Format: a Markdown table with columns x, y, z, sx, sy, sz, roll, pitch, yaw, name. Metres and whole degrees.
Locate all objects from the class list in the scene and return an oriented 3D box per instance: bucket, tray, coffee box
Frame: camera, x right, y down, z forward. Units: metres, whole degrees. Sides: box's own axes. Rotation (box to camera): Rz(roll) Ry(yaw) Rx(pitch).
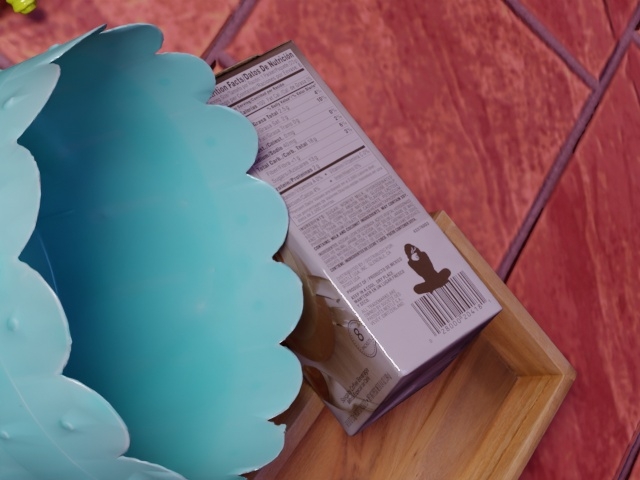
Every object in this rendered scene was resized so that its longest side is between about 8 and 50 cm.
| x | y | z | sx | sy | sz | roll | pitch | yaw | name |
| --- | --- | --- | --- | --- | --- | --- | --- | --- | --- |
| -0.148 | 0.027 | 0.719 | 0.281 | 0.183 | 0.281 | 43 | 40 | -52 | bucket |
| 0.034 | 0.193 | 0.978 | 0.203 | 0.076 | 0.411 | 48 | 59 | -20 | tray |
| 0.000 | 0.000 | 0.893 | 0.098 | 0.141 | 0.246 | -31 | 75 | -26 | coffee box |

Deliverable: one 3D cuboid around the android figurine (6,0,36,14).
| x | y | z | sx | sy | sz | roll | pitch | yaw | name |
| --- | --- | --- | --- | --- | --- | --- | --- | --- | --- |
| -0.303 | -0.247 | 0.828 | 0.248 | 0.056 | 0.273 | -42 | 107 | -26 | android figurine |
